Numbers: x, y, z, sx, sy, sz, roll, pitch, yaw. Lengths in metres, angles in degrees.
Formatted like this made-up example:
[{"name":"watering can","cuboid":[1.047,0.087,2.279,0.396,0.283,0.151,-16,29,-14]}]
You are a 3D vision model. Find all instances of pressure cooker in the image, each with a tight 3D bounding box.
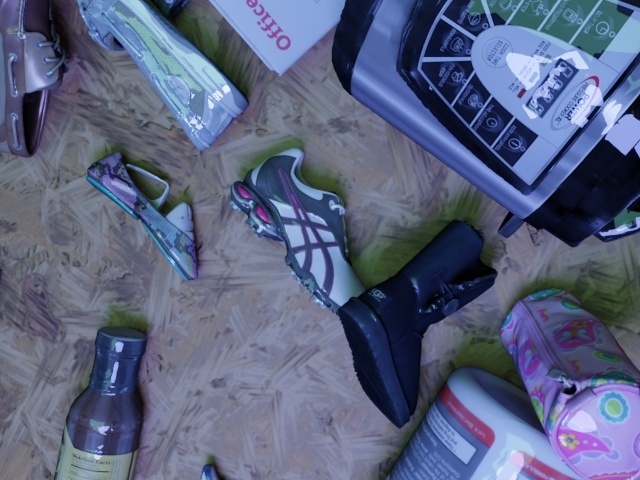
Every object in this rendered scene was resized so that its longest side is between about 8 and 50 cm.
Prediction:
[{"name":"pressure cooker","cuboid":[0.273,-0.209,0.771,0.420,0.370,0.375,38,82,6]}]

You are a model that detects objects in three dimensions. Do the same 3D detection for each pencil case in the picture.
[{"name":"pencil case","cuboid":[0.287,0.150,0.825,0.124,0.284,0.124,1,106,4]}]

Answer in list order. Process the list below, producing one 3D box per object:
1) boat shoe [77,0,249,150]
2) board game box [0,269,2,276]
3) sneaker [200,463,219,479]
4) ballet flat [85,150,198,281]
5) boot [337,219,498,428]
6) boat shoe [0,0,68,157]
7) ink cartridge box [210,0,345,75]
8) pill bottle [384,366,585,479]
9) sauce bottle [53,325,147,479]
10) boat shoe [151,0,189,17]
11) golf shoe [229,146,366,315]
[{"name":"boat shoe","cuboid":[-0.243,-0.262,0.992,0.320,0.118,0.103,42,95,-1]},{"name":"board game box","cuboid":[-0.658,0.120,1.122,0.317,0.046,0.214,10,94,10]},{"name":"sneaker","cuboid":[-0.129,0.377,1.038,0.058,0.052,0.135,-20,96,1]},{"name":"ballet flat","cuboid":[-0.234,-0.043,1.027,0.079,0.077,0.221,-44,84,-10]},{"name":"boot","cuboid":[0.140,0.111,0.936,0.207,0.246,0.094,-34,44,-17]},{"name":"boat shoe","cuboid":[-0.402,-0.255,0.999,0.116,0.123,0.324,26,124,-5]},{"name":"ink cartridge box","cuboid":[-0.020,-0.393,0.874,0.306,0.131,0.226,-39,130,7]},{"name":"pill bottle","cuboid":[0.164,0.358,0.896,0.210,0.210,0.363,31,98,8]},{"name":"sauce bottle","cuboid":[-0.313,0.296,1.035,0.111,0.111,0.344,14,93,10]},{"name":"boat shoe","cuboid":[-0.121,-0.421,0.963,0.306,0.113,0.105,-37,92,13]},{"name":"golf shoe","cuboid":[0.000,0.000,0.966,0.120,0.105,0.273,-41,86,3]}]
